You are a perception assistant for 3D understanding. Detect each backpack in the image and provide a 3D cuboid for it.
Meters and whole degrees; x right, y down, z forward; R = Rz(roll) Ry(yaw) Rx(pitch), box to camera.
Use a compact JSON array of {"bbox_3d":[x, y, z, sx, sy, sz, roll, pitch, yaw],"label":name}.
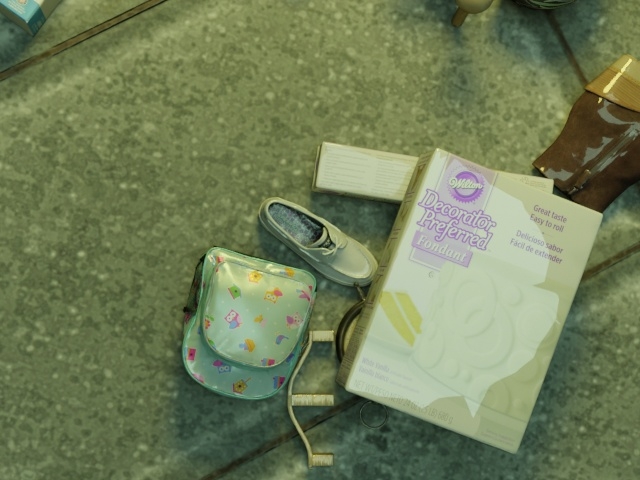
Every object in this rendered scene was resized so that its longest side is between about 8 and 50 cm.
[{"bbox_3d":[-0.098,0.114,1.575,0.166,0.144,0.188,16,89,-11],"label":"backpack"}]

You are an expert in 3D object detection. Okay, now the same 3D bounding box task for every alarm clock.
[{"bbox_3d":[0.082,0.158,1.629,0.129,0.064,0.192,10,84,-6],"label":"alarm clock"}]

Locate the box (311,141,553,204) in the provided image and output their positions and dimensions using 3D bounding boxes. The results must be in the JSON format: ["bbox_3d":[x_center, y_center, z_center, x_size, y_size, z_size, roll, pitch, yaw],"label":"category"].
[{"bbox_3d":[0.152,-0.075,1.647,0.324,0.063,0.067,8,86,-6],"label":"box"}]

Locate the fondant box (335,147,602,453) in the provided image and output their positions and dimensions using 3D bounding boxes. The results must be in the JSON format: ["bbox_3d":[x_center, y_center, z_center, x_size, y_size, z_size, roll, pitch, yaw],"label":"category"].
[{"bbox_3d":[0.190,0.077,1.567,0.238,0.096,0.330,21,85,-6],"label":"fondant box"}]

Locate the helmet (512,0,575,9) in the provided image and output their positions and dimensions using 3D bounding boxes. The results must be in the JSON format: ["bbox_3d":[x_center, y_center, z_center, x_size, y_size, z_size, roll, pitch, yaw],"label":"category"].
[{"bbox_3d":[0.308,-0.392,1.631,0.169,0.169,0.161,-12,77,-7],"label":"helmet"}]

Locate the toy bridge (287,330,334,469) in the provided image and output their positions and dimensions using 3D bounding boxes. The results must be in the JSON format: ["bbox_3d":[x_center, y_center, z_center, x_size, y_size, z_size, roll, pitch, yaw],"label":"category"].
[{"bbox_3d":[-0.013,0.215,1.635,0.063,0.026,0.188,1,88,-4],"label":"toy bridge"}]

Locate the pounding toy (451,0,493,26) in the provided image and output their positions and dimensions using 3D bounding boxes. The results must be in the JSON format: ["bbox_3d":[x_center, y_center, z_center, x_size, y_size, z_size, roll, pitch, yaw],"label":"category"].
[{"bbox_3d":[0.144,-0.404,1.599,0.110,0.183,0.237,-9,92,-10],"label":"pounding toy"}]

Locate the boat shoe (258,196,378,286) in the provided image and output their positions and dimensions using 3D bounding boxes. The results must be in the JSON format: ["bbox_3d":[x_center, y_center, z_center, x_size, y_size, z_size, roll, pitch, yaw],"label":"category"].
[{"bbox_3d":[0.000,0.000,1.627,0.184,0.063,0.066,39,84,-3],"label":"boat shoe"}]

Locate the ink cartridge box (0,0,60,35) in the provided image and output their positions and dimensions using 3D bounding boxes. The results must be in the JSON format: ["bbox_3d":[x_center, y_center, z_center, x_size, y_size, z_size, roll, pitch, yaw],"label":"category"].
[{"bbox_3d":[-0.374,-0.358,1.589,0.092,0.090,0.143,36,83,-4],"label":"ink cartridge box"}]

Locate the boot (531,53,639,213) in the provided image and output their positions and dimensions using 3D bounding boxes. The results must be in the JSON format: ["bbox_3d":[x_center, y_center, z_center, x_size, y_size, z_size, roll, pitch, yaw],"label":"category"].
[{"bbox_3d":[0.444,-0.112,1.686,0.248,0.090,0.207,36,96,-5],"label":"boot"}]
